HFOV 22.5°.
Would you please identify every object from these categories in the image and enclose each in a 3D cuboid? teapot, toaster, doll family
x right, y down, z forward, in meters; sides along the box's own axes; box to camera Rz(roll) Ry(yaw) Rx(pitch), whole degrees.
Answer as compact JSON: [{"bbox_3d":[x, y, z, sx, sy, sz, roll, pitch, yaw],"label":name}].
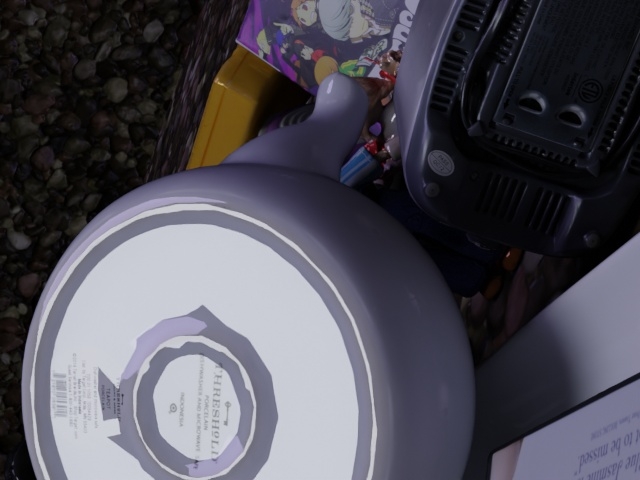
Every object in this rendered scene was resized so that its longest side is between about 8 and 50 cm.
[{"bbox_3d":[-0.018,0.082,0.848,0.256,0.252,0.187,-48,-19,20],"label":"teapot"},{"bbox_3d":[0.118,-0.112,0.842,0.146,0.129,0.227,-105,32,-69],"label":"toaster"},{"bbox_3d":[0.027,0.015,0.975,0.118,0.163,0.263,-100,29,-62],"label":"doll family"}]

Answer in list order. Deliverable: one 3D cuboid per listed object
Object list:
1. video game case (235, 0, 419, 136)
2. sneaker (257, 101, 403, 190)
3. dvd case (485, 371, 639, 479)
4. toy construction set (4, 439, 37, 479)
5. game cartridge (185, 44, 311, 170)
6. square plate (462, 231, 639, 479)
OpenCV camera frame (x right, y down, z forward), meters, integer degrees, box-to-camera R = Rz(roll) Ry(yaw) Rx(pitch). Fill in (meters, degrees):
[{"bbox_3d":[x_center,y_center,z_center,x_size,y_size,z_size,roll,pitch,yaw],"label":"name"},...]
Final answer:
[{"bbox_3d":[0.060,-0.188,1.083,0.210,0.042,0.232,38,118,30],"label":"video game case"},{"bbox_3d":[0.000,0.000,1.214,0.305,0.114,0.152,-79,-5,-55],"label":"sneaker"},{"bbox_3d":[0.092,0.182,0.611,0.180,0.022,0.253,135,149,-62],"label":"dvd case"},{"bbox_3d":[-0.122,0.257,1.257,0.237,0.257,0.308,-42,53,44],"label":"toy construction set"},{"bbox_3d":[-0.024,-0.168,1.370,0.323,0.053,0.285,-57,-3,-30],"label":"game cartridge"},{"bbox_3d":[0.120,0.167,0.668,0.347,0.049,0.344,129,153,-59],"label":"square plate"}]
